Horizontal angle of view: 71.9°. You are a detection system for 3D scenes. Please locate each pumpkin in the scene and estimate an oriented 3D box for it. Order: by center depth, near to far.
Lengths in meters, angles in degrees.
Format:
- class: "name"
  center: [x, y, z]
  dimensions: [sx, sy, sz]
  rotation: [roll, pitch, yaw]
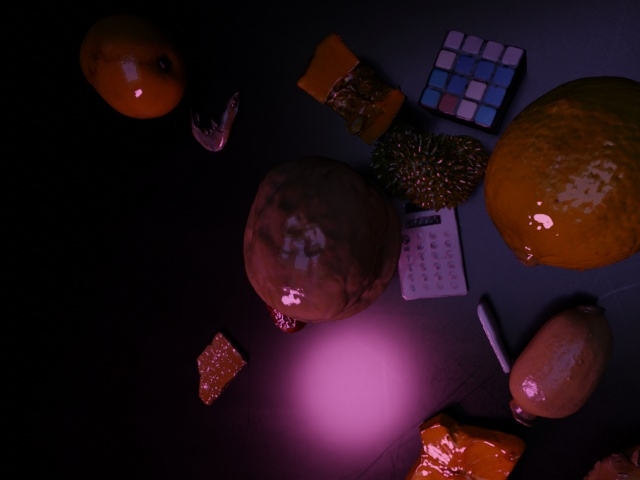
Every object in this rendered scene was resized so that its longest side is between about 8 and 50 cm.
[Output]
- class: "pumpkin"
  center: [0.057, -0.331, 0.946]
  dimensions: [0.190, 0.280, 0.139]
  rotation: [35, 106, -21]
- class: "pumpkin"
  center: [0.328, 0.548, 1.052]
  dimensions: [0.291, 0.095, 0.258]
  rotation: [4, 101, 27]

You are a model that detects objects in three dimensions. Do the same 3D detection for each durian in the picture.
- class: "durian"
  center: [0.217, -0.159, 0.928]
  dimensions: [0.237, 0.200, 0.176]
  rotation: [35, 86, 23]

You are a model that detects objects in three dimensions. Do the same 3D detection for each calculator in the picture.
- class: "calculator"
  center: [0.253, 0.007, 1.045]
  dimensions: [0.161, 0.021, 0.261]
  rotation: [-9, 95, 26]

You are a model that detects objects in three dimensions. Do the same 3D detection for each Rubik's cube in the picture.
- class: "Rubik's cube"
  center: [0.311, -0.313, 0.895]
  dimensions: [0.154, 0.155, 0.151]
  rotation: [27, 106, 19]

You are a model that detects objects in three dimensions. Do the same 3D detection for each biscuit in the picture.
- class: "biscuit"
  center: [-0.328, 0.400, 1.377]
  dimensions: [0.131, 0.026, 0.236]
  rotation: [46, 114, 14]

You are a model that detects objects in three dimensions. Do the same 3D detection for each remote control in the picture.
- class: "remote control"
  center: [0.391, 0.211, 0.989]
  dimensions: [0.029, 0.061, 0.162]
  rotation: [-25, 88, 24]

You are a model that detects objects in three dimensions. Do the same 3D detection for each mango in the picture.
- class: "mango"
  center: [-0.535, -0.491, 1.235]
  dimensions: [0.378, 0.221, 0.263]
  rotation: [26, 111, 29]

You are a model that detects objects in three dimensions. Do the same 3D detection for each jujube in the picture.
- class: "jujube"
  center: [-0.090, 0.161, 1.184]
  dimensions: [0.112, 0.109, 0.176]
  rotation: [-3, 101, 60]

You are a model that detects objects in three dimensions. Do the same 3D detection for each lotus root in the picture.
- class: "lotus root"
  center: [0.491, 0.265, 0.910]
  dimensions: [0.146, 0.131, 0.303]
  rotation: [30, 110, 20]

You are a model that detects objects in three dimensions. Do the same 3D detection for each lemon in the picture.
- class: "lemon"
  center: [0.457, -0.115, 0.779]
  dimensions: [0.337, 0.336, 0.335]
  rotation: [4, 100, 25]

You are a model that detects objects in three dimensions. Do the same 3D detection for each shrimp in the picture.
- class: "shrimp"
  center: [-0.304, -0.357, 1.248]
  dimensions: [0.148, 0.035, 0.195]
  rotation: [37, 113, 18]

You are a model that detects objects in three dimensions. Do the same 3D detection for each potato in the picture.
- class: "potato"
  center: [0.633, 0.529, 0.882]
  dimensions: [0.192, 0.141, 0.296]
  rotation: [27, 106, 17]

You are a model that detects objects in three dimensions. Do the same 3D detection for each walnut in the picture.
- class: "walnut"
  center: [0.000, 0.000, 0.977]
  dimensions: [0.382, 0.381, 0.380]
  rotation: [4, 100, 25]
